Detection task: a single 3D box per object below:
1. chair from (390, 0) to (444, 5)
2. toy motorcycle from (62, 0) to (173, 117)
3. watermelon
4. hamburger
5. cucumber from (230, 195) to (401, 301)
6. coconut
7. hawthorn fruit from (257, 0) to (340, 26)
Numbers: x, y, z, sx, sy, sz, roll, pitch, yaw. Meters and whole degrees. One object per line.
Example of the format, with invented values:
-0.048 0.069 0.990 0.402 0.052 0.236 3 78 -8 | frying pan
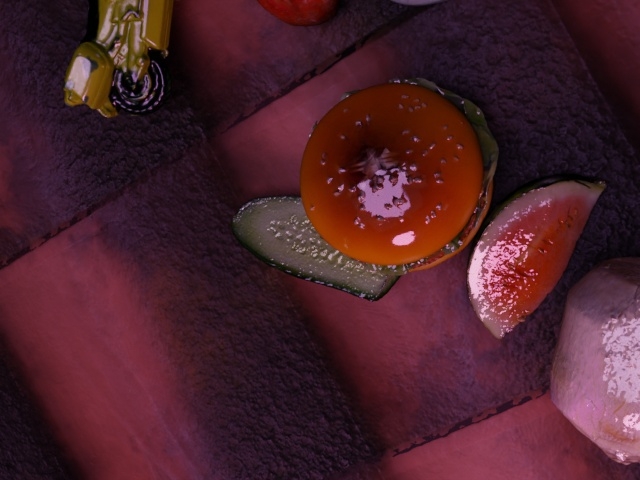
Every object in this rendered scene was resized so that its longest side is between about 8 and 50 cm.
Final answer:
0.083 -0.423 1.273 0.203 0.190 0.274 -30 80 27 | chair
-0.275 -0.336 1.454 0.206 0.142 0.342 16 105 21 | toy motorcycle
0.248 0.010 1.349 0.119 0.063 0.245 30 111 1 | watermelon
0.087 -0.082 1.307 0.246 0.170 0.246 -3 82 19 | hamburger
0.000 0.000 1.443 0.244 0.063 0.115 18 85 20 | cucumber
0.371 0.143 1.232 0.227 0.227 0.230 9 103 22 | coconut
-0.028 -0.324 1.363 0.128 0.128 0.128 5 102 23 | hawthorn fruit
